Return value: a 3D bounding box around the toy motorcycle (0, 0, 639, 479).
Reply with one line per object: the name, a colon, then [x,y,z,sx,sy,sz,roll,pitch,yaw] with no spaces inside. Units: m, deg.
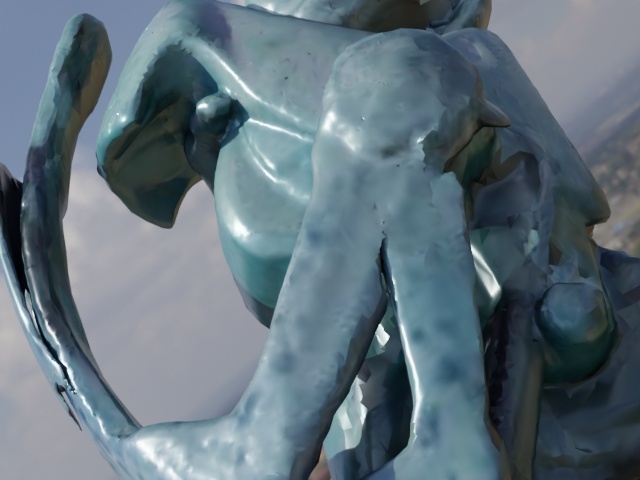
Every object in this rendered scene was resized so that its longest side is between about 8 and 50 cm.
toy motorcycle: [0.000,0.000,0.496,0.206,0.260,0.154,-22,-32,-6]
